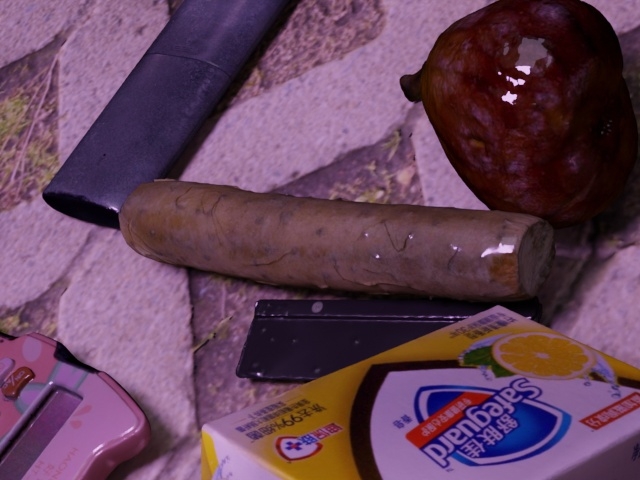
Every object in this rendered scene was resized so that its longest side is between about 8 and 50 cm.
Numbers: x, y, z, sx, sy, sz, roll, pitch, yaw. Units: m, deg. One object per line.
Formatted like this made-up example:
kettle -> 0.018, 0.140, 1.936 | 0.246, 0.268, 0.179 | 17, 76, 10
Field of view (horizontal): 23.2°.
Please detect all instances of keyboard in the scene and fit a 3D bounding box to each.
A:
keyboard -> 0.048, 0.075, 1.134 | 0.231, 0.023, 0.072 | -1, 57, 27

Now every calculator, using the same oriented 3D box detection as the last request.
calculator -> -0.279, 0.164, 1.221 | 0.330, 0.048, 0.220 | 19, 64, 41

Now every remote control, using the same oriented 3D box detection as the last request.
remote control -> -0.111, -0.169, 1.414 | 0.107, 0.044, 0.377 | 9, 57, 39

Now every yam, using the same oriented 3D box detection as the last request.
yam -> 0.000, 0.000, 1.170 | 0.371, 0.083, 0.083 | 6, 56, 39

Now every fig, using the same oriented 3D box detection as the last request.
fig -> 0.133, -0.109, 1.173 | 0.145, 0.170, 0.274 | -29, 23, -16

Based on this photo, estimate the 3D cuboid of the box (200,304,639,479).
box -> 0.077, 0.139, 0.917 | 0.265, 0.097, 0.168 | -17, 31, -39
